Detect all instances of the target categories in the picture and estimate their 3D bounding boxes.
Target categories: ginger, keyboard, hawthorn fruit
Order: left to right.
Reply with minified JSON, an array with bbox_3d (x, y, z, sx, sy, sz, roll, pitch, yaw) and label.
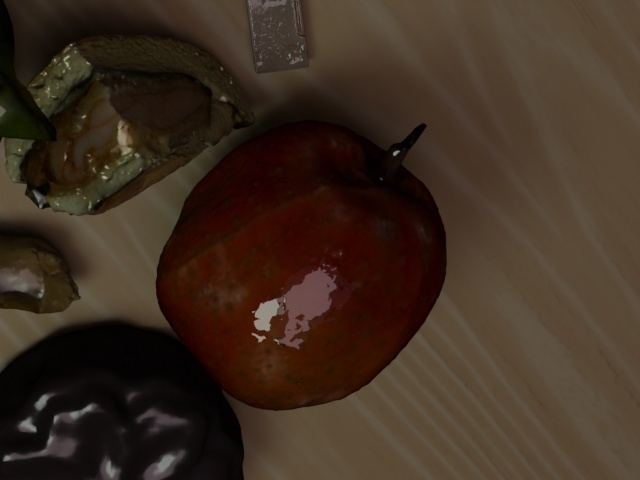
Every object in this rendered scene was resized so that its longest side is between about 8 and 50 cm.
[{"bbox_3d":[-0.324,0.036,1.479,0.190,0.069,0.095,0,113,-10],"label":"ginger"},{"bbox_3d":[-0.043,-0.233,1.419,0.055,0.017,0.166,-8,119,-2],"label":"keyboard"},{"bbox_3d":[0.000,0.000,1.411,0.254,0.254,0.300,24,126,-22],"label":"hawthorn fruit"}]

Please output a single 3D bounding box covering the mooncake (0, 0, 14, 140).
[{"bbox_3d":[-0.433,-0.144,1.292,0.356,0.194,0.356,-5,119,-9],"label":"mooncake"}]

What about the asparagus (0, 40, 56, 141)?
[{"bbox_3d":[-0.366,-0.128,1.165,0.343,0.082,0.085,8,110,-11],"label":"asparagus"}]

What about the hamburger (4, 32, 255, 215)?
[{"bbox_3d":[-0.172,-0.113,1.393,0.155,0.208,0.135,-28,92,39],"label":"hamburger"}]

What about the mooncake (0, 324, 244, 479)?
[{"bbox_3d":[-0.216,0.228,1.565,0.283,0.141,0.283,-6,120,-10],"label":"mooncake"}]
